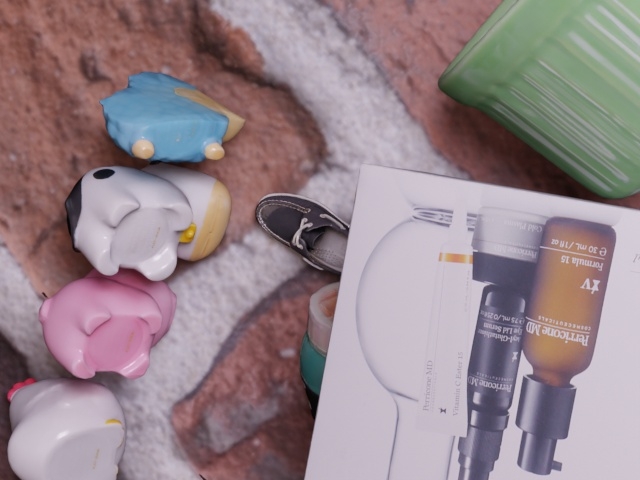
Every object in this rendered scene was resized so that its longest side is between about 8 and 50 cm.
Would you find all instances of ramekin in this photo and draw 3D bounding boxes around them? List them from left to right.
[{"bbox_3d":[0.232,-0.171,1.050,0.148,0.303,0.303,41,106,-2],"label":"ramekin"}]

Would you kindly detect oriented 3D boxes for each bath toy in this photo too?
[{"bbox_3d":[-0.170,0.041,1.277,0.129,0.151,0.348,39,114,47],"label":"bath toy"}]

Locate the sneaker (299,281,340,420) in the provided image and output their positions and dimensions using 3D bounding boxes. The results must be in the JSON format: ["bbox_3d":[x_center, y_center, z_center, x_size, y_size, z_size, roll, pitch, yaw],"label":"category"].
[{"bbox_3d":[0.131,0.124,1.222,0.302,0.108,0.121,15,123,12],"label":"sneaker"}]

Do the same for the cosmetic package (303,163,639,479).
[{"bbox_3d":[0.181,0.117,1.038,0.377,0.097,0.284,11,94,30],"label":"cosmetic package"}]

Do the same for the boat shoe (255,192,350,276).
[{"bbox_3d":[0.000,0.000,1.267,0.125,0.038,0.046,31,105,9],"label":"boat shoe"}]
